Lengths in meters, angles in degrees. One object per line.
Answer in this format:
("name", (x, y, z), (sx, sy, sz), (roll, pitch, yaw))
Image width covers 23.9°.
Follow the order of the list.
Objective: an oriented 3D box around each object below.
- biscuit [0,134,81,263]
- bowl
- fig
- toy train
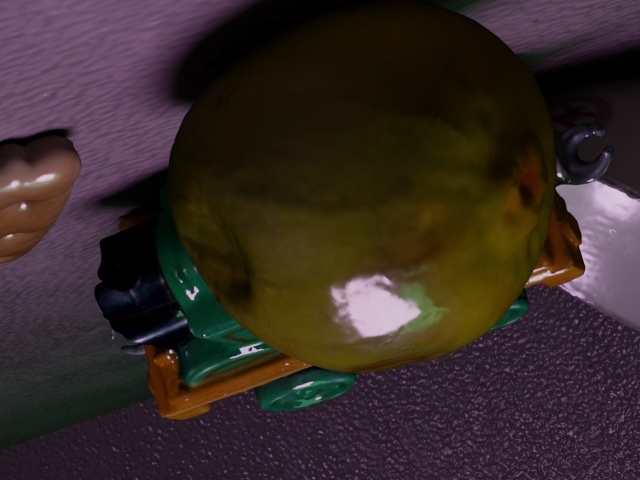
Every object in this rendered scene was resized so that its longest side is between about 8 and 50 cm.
("biscuit", (-0.313, 0.013, 0.922), (0.324, 0.044, 0.217), (-15, 173, -24))
("bowl", (0.284, -0.043, 1.276), (0.157, 0.337, 0.337), (-57, 180, -12))
("fig", (0.016, -0.023, 0.838), (0.230, 0.207, 0.207), (-24, 170, 30))
("toy train", (0.000, 0.000, 1.099), (0.429, 0.178, 0.249), (-22, 162, 21))
